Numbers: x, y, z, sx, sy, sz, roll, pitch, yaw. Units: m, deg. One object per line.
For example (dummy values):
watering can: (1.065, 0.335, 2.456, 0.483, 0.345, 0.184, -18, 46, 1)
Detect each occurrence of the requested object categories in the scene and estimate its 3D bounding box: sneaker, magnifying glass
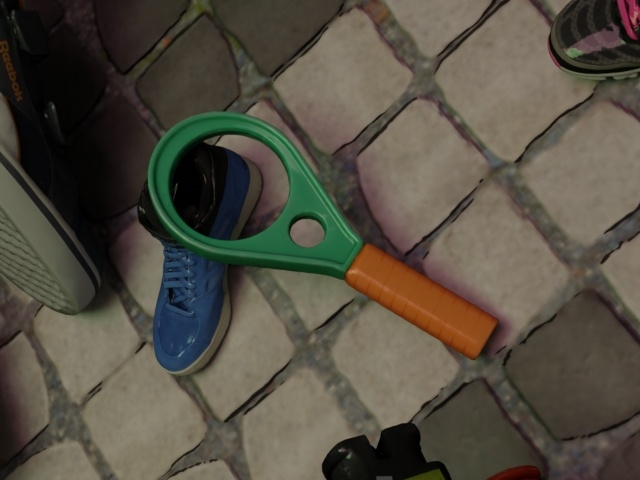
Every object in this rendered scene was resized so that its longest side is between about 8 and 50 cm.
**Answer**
sneaker: (0.202, -0.142, 0.734, 0.170, 0.075, 0.063, -16, 72, 24)
sneaker: (-0.227, -0.102, 0.872, 0.127, 0.321, 0.126, -46, 21, -27)
magnifying glass: (0.000, 0.000, 0.789, 0.231, 0.026, 0.092, 32, 72, 7)
sneaker: (-0.090, 0.009, 0.846, 0.058, 0.084, 0.152, 17, 87, 29)

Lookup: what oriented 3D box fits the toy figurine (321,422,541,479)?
toy figurine: (0.040, 0.211, 0.661, 0.213, 0.209, 0.148, -37, 54, 17)
